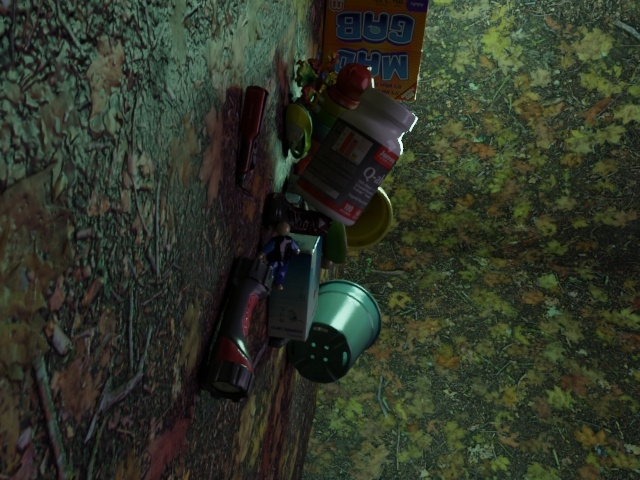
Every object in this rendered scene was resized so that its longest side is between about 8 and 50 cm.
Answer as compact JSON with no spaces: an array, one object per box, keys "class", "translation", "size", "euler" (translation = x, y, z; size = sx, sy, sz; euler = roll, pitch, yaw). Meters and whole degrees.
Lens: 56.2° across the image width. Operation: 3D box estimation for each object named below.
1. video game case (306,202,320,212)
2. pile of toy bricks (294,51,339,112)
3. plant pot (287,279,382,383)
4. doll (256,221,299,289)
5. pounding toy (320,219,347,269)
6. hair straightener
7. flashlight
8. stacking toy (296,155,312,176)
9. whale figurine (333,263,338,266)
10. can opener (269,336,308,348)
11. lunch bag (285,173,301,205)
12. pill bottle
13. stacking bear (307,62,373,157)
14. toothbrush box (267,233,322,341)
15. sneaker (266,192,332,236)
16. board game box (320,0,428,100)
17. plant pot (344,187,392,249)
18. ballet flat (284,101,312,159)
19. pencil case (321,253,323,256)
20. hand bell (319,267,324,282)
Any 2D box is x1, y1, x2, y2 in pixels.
[{"class":"video game case","translation":[0.019,-0.066,2.240],"size":[0.206,0.026,0.226],"euler":[5,68,-64]},{"class":"pile of toy bricks","translation":[-0.034,-0.479,1.745],"size":[0.105,0.118,0.212],"euler":[39,63,-41]},{"class":"plant pot","translation":[0.042,0.368,2.342],"size":[0.334,0.341,0.341],"euler":[-45,142,-67]},{"class":"doll","translation":[-0.114,0.040,1.571],"size":[0.046,0.129,0.188],"euler":[38,-60,46]},{"class":"pounding toy","translation":[0.000,0.000,1.963],"size":[0.237,0.110,0.182],"euler":[130,-51,-70]},{"class":"hair straightener","translation":[-0.140,-0.208,1.268],"size":[0.089,0.047,0.230],"euler":[-52,149,-76]},{"class":"flashlight","translation":[-0.162,0.182,1.265],"size":[0.103,0.103,0.304],"euler":[87,13,-50]},{"class":"stacking toy","translation":[-0.009,-0.246,2.058],"size":[0.330,0.141,0.141],"euler":[-37,134,-71]},{"class":"whale figurine","translation":[0.014,0.009,2.573],"size":[0.272,0.141,0.216],"euler":[-133,-134,-66]},{"class":"can opener","translation":[-0.103,0.304,1.987],"size":[0.280,0.093,0.074],"euler":[11,87,-78]},{"class":"lunch bag","translation":[-0.078,-0.151,1.835],"size":[0.083,0.053,0.071],"euler":[101,2,-60]},{"class":"pill bottle","translation":[0.103,-0.241,1.714],"size":[0.362,0.210,0.210],"euler":[-56,177,9]},{"class":"stacking bear","translation":[0.061,-0.404,1.823],"size":[0.175,0.164,0.289],"euler":[-14,147,-46]},{"class":"toothbrush box","translation":[-0.076,0.124,1.835],"size":[0.216,0.126,0.295],"euler":[-67,164,-66]},{"class":"sneaker","translation":[-0.051,-0.066,1.668],"size":[0.281,0.163,0.106],"euler":[22,75,-83]},{"class":"board game box","translation":[0.210,-0.758,2.287],"size":[0.356,0.357,0.356],"euler":[-69,166,-64]},{"class":"plant pot","translation":[0.125,-0.124,2.204],"size":[0.239,0.254,0.253],"euler":[-92,-174,-68]},{"class":"ballet flat","translation":[-0.066,-0.302,1.712],"size":[0.231,0.077,0.077],"euler":[83,32,-70]},{"class":"pencil case","translation":[0.001,-0.038,2.350],"size":[0.273,0.114,0.124],"euler":[-75,157,-51]},{"class":"hand bell","translation":[0.017,0.097,2.776],"size":[0.126,0.126,0.241],"euler":[-29,138,-82]}]
